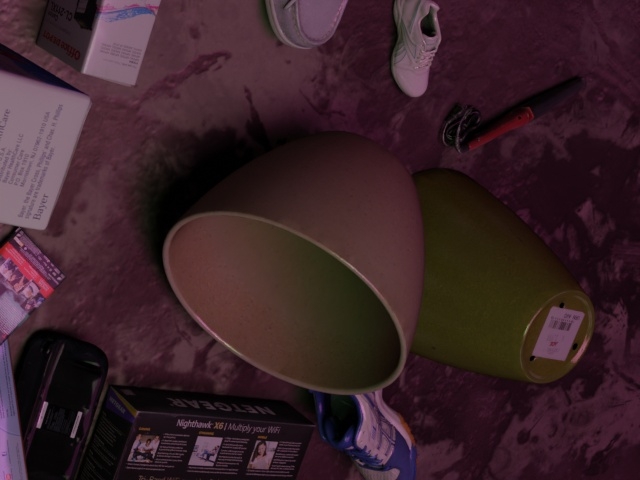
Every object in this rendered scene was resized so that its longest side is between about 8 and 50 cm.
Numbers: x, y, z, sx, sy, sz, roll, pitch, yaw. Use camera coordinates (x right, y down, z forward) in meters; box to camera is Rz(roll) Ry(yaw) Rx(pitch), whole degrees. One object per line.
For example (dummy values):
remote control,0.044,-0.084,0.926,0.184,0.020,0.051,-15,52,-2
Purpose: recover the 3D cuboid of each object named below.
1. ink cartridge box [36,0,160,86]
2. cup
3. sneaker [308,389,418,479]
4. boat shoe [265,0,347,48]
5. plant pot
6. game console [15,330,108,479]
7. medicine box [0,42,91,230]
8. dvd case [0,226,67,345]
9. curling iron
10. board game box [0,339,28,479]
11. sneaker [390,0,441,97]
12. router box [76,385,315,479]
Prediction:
ink cartridge box,-0.237,-0.274,1.610,0.072,0.127,0.175,10,105,-39
cup,0.000,0.000,1.837,0.237,0.331,0.331,-60,138,-34
sneaker,0.047,0.271,2.081,0.131,0.112,0.296,-56,132,-46
boat shoe,0.017,-0.384,1.770,0.118,0.103,0.320,6,107,-39
plant pot,0.230,0.075,2.027,0.275,0.293,0.275,-16,120,-31
game console,-0.346,0.296,1.813,0.213,0.044,0.361,17,96,-16
medicine box,-0.424,-0.143,1.438,0.289,0.263,0.149,14,101,-41
dvd case,-0.370,0.056,1.721,0.119,0.013,0.087,-49,116,-19
curling iron,0.289,-0.191,2.118,0.274,0.035,0.068,-21,123,-29
board game box,-0.425,0.243,1.723,0.145,0.027,0.281,-11,99,-33
sneaker,0.130,-0.259,1.947,0.053,0.061,0.152,-23,125,-30
router box,-0.180,0.332,1.977,0.309,0.081,0.243,12,104,-41
